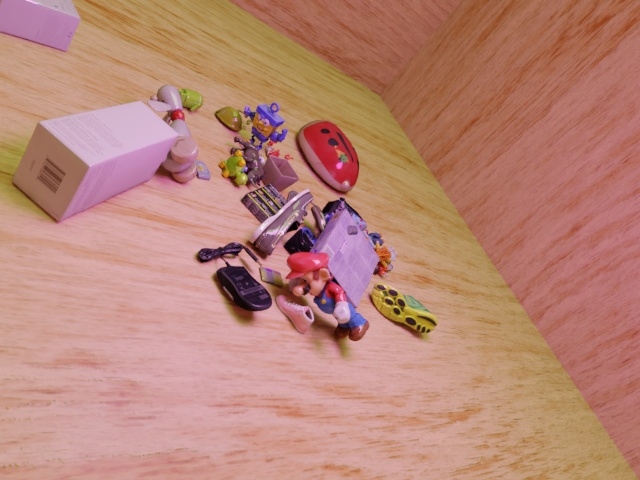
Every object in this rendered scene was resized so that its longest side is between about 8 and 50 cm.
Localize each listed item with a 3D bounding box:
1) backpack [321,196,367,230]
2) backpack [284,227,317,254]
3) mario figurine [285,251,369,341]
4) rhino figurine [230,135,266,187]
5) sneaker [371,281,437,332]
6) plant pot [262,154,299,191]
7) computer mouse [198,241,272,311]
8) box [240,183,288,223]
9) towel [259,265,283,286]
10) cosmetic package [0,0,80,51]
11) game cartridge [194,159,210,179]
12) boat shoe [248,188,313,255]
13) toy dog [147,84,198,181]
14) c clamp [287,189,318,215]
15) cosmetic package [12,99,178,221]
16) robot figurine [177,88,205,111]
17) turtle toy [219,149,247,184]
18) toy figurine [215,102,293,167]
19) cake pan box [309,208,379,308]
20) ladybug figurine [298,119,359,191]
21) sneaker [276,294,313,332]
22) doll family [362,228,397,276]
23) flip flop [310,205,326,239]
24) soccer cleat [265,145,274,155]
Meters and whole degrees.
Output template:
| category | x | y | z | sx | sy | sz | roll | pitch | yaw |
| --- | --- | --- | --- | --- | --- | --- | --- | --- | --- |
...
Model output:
| category | x | y | z | sx | sy | sz | roll | pitch | yaw |
| --- | --- | --- | --- | --- | --- | --- | --- | --- | --- |
| backpack | 0.089 | -0.073 | 1.934 | 0.173 | 0.117 | 0.158 | 39 | -15 | -15 |
| backpack | -0.042 | 0.024 | 1.696 | 0.120 | 0.098 | 0.101 | 50 | 25 | 12 |
| mario figurine | -0.005 | 0.178 | 1.472 | 0.321 | 0.198 | 0.170 | 53 | 31 | -13 |
| rhino figurine | -0.264 | -0.287 | 1.848 | 0.106 | 0.073 | 0.243 | 14 | 42 | -39 |
| sneaker | 0.308 | 0.255 | 1.867 | 0.295 | 0.109 | 0.123 | 34 | 7 | -15 |
| plant pot | -0.167 | -0.250 | 1.896 | 0.109 | 0.096 | 0.109 | 4 | 48 | -55 |
| computer mouse | -0.219 | 0.108 | 1.400 | 0.262 | 0.060 | 0.184 | 41 | 30 | 19 |
| box | -0.169 | -0.109 | 1.766 | 0.191 | 0.045 | 0.184 | 47 | 31 | 3 |
| towel | -0.152 | 0.113 | 1.526 | 0.083 | 0.009 | 0.060 | 21 | 37 | -35 |
| cosmetic package | -0.920 | -0.748 | 1.540 | 0.224 | 0.138 | 0.224 | -2 | 52 | -52 |
| game cartridge | -0.405 | -0.240 | 1.661 | 0.056 | 0.017 | 0.083 | 8 | 45 | -53 |
| boat shoe | -0.112 | -0.064 | 1.637 | 0.091 | 0.109 | 0.305 | 44 | 53 | 0 |
| toy dog | -0.487 | -0.327 | 1.525 | 0.160 | 0.220 | 0.334 | -12 | 46 | -20 |
| c clamp | -0.072 | -0.147 | 1.964 | 0.137 | 0.022 | 0.161 | 38 | 28 | -12 |
| cosmetic package | -0.552 | -0.215 | 1.248 | 0.155 | 0.197 | 0.365 | 41 | 27 | -4 |
| robot figurine | -0.501 | -0.543 | 1.884 | 0.101 | 0.067 | 0.115 | 46 | 26 | 28 |
| turtle toy | -0.299 | -0.253 | 1.752 | 0.066 | 0.095 | 0.130 | 41 | 21 | -54 |
| toy figurine | -0.227 | -0.487 | 1.975 | 0.362 | 0.217 | 0.191 | 45 | 40 | 9 |
| cake pan box | 0.084 | 0.067 | 1.687 | 0.246 | 0.070 | 0.267 | 51 | 45 | -23 |
| ladybug figurine | 0.056 | -0.422 | 2.349 | 0.305 | 0.162 | 0.450 | 12 | 42 | -46 |
| sneaker | -0.070 | 0.202 | 1.451 | 0.134 | 0.070 | 0.051 | 51 | 32 | 13 |
| doll family | 0.223 | 0.021 | 2.022 | 0.163 | 0.118 | 0.263 | -6 | 56 | -55 |
| flip flop | 0.000 | 0.000 | 1.791 | 0.080 | 0.112 | 0.277 | -15 | 69 | -10 |
| soccer cleat | -0.220 | -0.381 | 2.079 | 0.035 | 0.029 | 0.083 | 30 | 27 | -7 |
